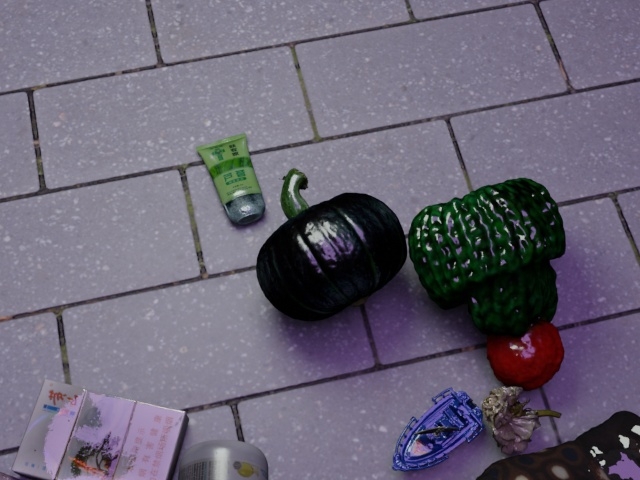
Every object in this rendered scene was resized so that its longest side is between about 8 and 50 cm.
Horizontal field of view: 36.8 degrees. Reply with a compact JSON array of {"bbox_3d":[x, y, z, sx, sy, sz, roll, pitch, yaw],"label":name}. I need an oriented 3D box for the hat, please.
[{"bbox_3d":[0.301,0.076,1.535,0.274,0.242,0.332,-16,84,-38],"label":"hat"}]

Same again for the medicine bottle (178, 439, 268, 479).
[{"bbox_3d":[-0.143,0.411,1.395,0.135,0.135,0.215,0,55,-2],"label":"medicine bottle"}]

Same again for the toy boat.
[{"bbox_3d":[0.178,0.296,1.493,0.175,0.110,0.091,-36,71,-15],"label":"toy boat"}]

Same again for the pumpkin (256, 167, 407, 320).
[{"bbox_3d":[0.000,0.000,1.539,0.248,0.248,0.248,1,65,-2],"label":"pumpkin"}]

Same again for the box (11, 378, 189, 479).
[{"bbox_3d":[-0.335,0.314,1.485,0.233,0.067,0.149,12,65,4],"label":"box"}]

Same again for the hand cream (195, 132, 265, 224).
[{"bbox_3d":[-0.152,-0.109,1.700,0.095,0.046,0.175,-18,66,-8],"label":"hand cream"}]

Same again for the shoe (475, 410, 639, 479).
[{"bbox_3d":[0.425,0.367,1.435,0.384,0.171,0.237,18,72,4],"label":"shoe"}]

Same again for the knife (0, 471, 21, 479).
[{"bbox_3d":[-0.358,0.434,1.438,0.398,0.038,0.132,20,55,3],"label":"knife"}]

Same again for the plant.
[{"bbox_3d":[0.315,0.276,1.501,0.122,0.116,0.104,-10,61,9],"label":"plant"}]
